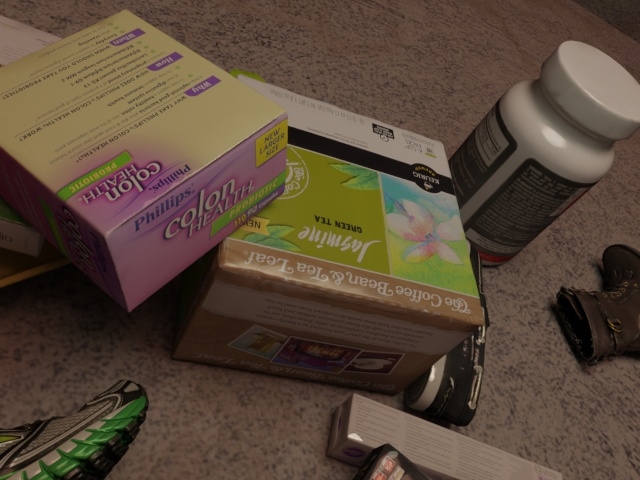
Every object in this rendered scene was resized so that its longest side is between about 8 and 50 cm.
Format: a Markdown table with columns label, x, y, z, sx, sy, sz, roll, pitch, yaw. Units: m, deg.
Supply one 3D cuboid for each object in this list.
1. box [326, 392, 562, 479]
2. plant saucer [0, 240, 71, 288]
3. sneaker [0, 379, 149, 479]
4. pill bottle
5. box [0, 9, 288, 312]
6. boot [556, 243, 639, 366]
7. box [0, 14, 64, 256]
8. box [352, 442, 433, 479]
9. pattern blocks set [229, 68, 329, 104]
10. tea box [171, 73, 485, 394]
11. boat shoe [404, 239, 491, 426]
| label | x | y | z | sx | sy | sz | roll | pitch | yaw |
| --- | --- | --- | --- | --- | --- | --- | --- | --- | --- |
| box | 0.168 | 0.291 | 0.796 | 0.324 | 0.063 | 0.067 | 23 | 45 | -12 |
| plant saucer | -0.417 | -0.070 | 0.744 | 0.332 | 0.081 | 0.333 | -24 | 69 | -40 |
| sneaker | -0.314 | 0.203 | 0.544 | 0.343 | 0.134 | 0.146 | -20 | 66 | -39 |
| pill bottle | 0.352 | -0.135 | 1.036 | 0.210 | 0.363 | 0.210 | 16 | 49 | -19 |
| box | -0.192 | -0.092 | 0.609 | 0.243 | 0.117 | 0.213 | 35 | 56 | 21 |
| boot | 0.529 | 0.107 | 1.133 | 0.229 | 0.091 | 0.263 | 8 | 53 | -25 |
| box | -0.396 | -0.148 | 0.726 | 0.232 | 0.058 | 0.322 | 18 | 46 | -16 |
| box | 0.071 | 0.367 | 0.645 | 0.183 | 0.056 | 0.231 | 40 | 62 | 6 |
| pattern blocks set | -0.105 | -0.204 | 1.048 | 0.324 | 0.026 | 0.285 | 9 | 42 | -22 |
| tea box | 0.000 | 0.000 | 0.827 | 0.329 | 0.220 | 0.324 | 13 | 50 | -20 |
| boat shoe | 0.205 | 0.132 | 0.922 | 0.091 | 0.114 | 0.303 | 27 | 58 | -7 |
